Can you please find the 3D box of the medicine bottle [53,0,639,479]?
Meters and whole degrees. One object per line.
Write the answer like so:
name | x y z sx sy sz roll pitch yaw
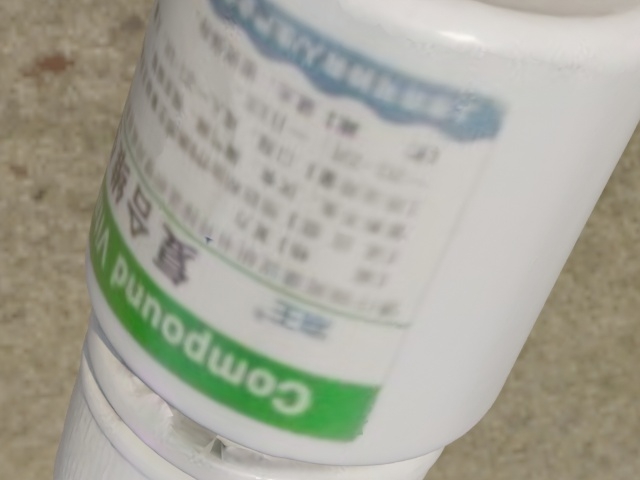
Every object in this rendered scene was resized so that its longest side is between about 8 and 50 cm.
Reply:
medicine bottle | 0.000 0.000 0.486 0.139 0.139 0.237 4 130 -23
